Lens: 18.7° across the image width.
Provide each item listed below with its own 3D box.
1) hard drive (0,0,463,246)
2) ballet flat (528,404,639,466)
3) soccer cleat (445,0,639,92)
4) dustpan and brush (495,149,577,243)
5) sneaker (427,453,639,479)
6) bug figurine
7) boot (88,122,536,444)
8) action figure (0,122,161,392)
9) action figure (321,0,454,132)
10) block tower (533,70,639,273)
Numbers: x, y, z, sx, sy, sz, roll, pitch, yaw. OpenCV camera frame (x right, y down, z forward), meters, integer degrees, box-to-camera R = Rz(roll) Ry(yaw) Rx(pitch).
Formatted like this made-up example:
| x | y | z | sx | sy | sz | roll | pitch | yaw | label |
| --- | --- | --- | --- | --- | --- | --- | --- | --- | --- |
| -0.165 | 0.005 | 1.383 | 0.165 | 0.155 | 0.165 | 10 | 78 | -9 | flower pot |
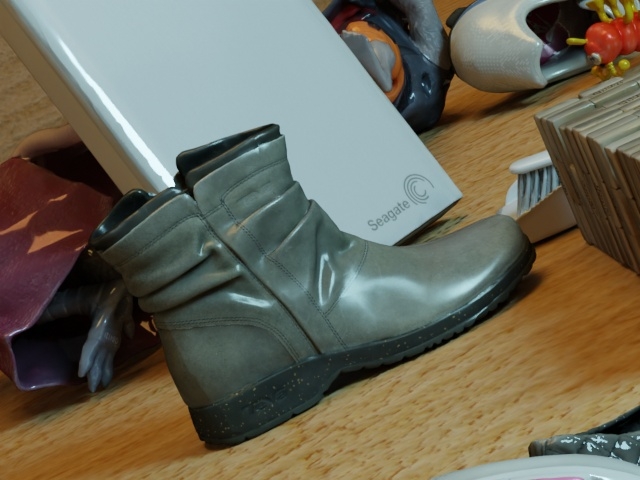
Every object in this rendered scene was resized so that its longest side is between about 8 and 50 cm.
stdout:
| x | y | z | sx | sy | sz | roll | pitch | yaw | label |
| --- | --- | --- | --- | --- | --- | --- | --- | --- | --- |
| -0.079 | -0.116 | 1.384 | 0.233 | 0.353 | 0.047 | -34 | -5 | -43 | hard drive |
| 0.153 | 0.065 | 0.796 | 0.173 | 0.049 | 0.057 | -32 | 14 | -36 | ballet flat |
| 0.270 | -0.223 | 1.849 | 0.331 | 0.116 | 0.143 | -33 | 29 | -29 | soccer cleat |
| 0.199 | -0.065 | 1.302 | 0.211 | 0.060 | 0.147 | -21 | 11 | 15 | dustpan and brush |
| 0.007 | 0.130 | 0.656 | 0.252 | 0.103 | 0.111 | -21 | 13 | 11 | sneaker |
| 0.337 | -0.199 | 1.627 | 0.216 | 0.072 | 0.279 | -20 | 5 | -11 | bug figurine |
| 0.000 | 0.000 | 1.145 | 0.246 | 0.161 | 0.083 | -27 | 11 | -16 | boot |
| -0.277 | -0.014 | 1.493 | 0.370 | 0.276 | 0.248 | 17 | 17 | 33 | action figure |
| 0.014 | -0.110 | 1.833 | 0.341 | 0.178 | 0.330 | -49 | -9 | 27 | action figure |
| 0.203 | -0.032 | 1.048 | 0.091 | 0.097 | 0.335 | -25 | 12 | -2 | block tower |
